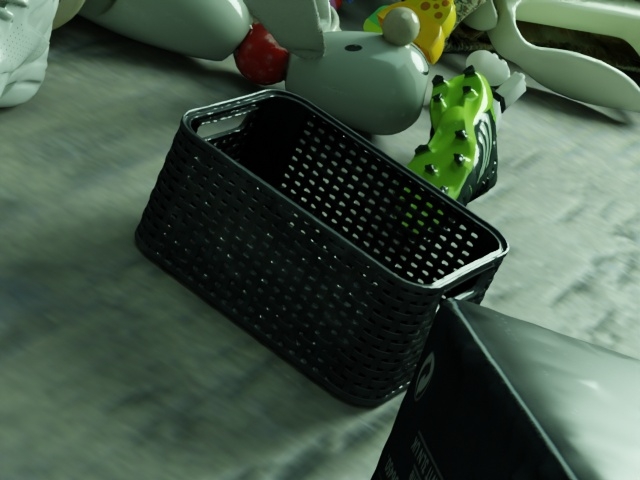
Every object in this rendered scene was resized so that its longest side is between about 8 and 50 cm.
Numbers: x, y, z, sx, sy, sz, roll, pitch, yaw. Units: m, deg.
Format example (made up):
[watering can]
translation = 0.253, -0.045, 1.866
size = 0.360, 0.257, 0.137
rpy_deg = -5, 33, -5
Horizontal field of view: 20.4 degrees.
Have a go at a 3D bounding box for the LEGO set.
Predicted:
[LEGO set]
translation = 0.077, -0.190, 1.379
size = 0.227, 0.093, 0.087
rpy_deg = 40, -13, 26

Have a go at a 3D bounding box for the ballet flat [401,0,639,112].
[ballet flat]
translation = 0.282, -0.186, 1.553
size = 0.482, 0.164, 0.182
rpy_deg = 3, 55, -27

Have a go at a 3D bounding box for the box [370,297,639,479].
[box]
translation = 0.125, 0.211, 0.479
size = 0.296, 0.294, 0.183
rpy_deg = 19, 11, -12

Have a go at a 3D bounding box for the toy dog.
[toy dog]
translation = -0.073, -0.202, 1.233
size = 0.333, 0.161, 0.220
rpy_deg = 11, 30, -26

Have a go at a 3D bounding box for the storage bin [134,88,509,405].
[storage bin]
translation = 0.000, 0.000, 1.017
size = 0.180, 0.084, 0.122
rpy_deg = 35, 28, 20

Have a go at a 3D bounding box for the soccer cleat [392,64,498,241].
[soccer cleat]
translation = 0.093, -0.048, 1.212
size = 0.060, 0.072, 0.179
rpy_deg = -11, 34, 25

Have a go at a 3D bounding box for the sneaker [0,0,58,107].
[sneaker]
translation = -0.208, -0.119, 1.019
size = 0.090, 0.115, 0.232
rpy_deg = 23, 27, -4
